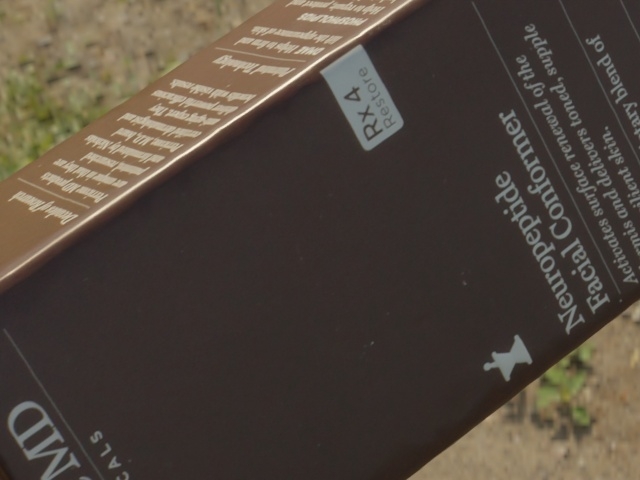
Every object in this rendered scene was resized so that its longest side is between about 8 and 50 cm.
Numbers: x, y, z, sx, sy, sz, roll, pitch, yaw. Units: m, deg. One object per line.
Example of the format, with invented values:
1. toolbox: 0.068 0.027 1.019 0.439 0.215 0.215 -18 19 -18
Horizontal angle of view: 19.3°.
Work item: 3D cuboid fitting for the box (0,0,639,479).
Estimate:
1. box: 0.000 0.000 0.870 0.381 0.191 0.143 -36 22 -14
